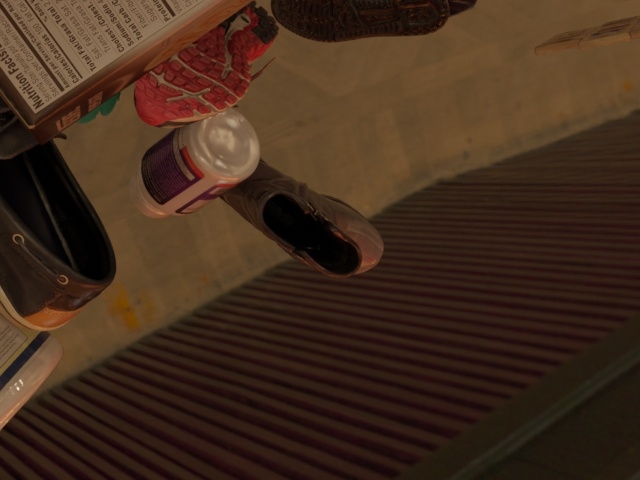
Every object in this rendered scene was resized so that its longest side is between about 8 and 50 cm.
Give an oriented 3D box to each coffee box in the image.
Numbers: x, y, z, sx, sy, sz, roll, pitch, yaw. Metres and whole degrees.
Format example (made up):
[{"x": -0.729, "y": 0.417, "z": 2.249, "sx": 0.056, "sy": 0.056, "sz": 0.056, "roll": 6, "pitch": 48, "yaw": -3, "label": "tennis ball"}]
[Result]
[{"x": -0.098, "y": -0.169, "z": 0.594, "sx": 0.246, "sy": 0.141, "sz": 0.098, "roll": -37, "pitch": 99, "yaw": -9, "label": "coffee box"}]

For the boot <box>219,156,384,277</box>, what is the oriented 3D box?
[{"x": 0.000, "y": 0.000, "z": 1.408, "sx": 0.338, "sy": 0.223, "sz": 0.118, "roll": 26, "pitch": 99, "yaw": -36, "label": "boot"}]

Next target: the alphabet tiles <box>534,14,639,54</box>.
[{"x": 0.424, "y": -0.273, "z": 1.226, "sx": 0.342, "sy": 0.285, "sz": 0.011, "roll": -37, "pitch": 117, "yaw": -64, "label": "alphabet tiles"}]

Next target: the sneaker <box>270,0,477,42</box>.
[{"x": 0.048, "y": -0.201, "z": 0.810, "sx": 0.170, "sy": 0.089, "sz": 0.051, "roll": 2, "pitch": 124, "yaw": 2, "label": "sneaker"}]

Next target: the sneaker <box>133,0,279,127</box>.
[{"x": -0.143, "y": -0.206, "z": 1.221, "sx": 0.121, "sy": 0.112, "sz": 0.299, "roll": 40, "pitch": 34, "yaw": -5, "label": "sneaker"}]

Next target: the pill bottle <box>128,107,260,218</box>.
[{"x": -0.176, "y": -0.096, "z": 1.313, "sx": 0.108, "sy": 0.193, "sz": 0.108, "roll": 17, "pitch": 62, "yaw": -34, "label": "pill bottle"}]

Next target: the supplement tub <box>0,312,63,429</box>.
[{"x": -0.564, "y": 0.141, "z": 1.417, "sx": 0.325, "sy": 0.235, "sz": 0.235, "roll": 43, "pitch": 69, "yaw": -9, "label": "supplement tub"}]

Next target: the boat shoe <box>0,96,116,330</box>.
[{"x": -0.408, "y": -0.126, "z": 1.238, "sx": 0.500, "sy": 0.156, "sz": 0.187, "roll": 65, "pitch": 31, "yaw": -7, "label": "boat shoe"}]

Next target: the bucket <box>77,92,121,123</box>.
[{"x": -0.424, "y": -0.330, "z": 1.541, "sx": 0.281, "sy": 0.281, "sz": 0.183, "roll": 27, "pitch": 59, "yaw": -28, "label": "bucket"}]
